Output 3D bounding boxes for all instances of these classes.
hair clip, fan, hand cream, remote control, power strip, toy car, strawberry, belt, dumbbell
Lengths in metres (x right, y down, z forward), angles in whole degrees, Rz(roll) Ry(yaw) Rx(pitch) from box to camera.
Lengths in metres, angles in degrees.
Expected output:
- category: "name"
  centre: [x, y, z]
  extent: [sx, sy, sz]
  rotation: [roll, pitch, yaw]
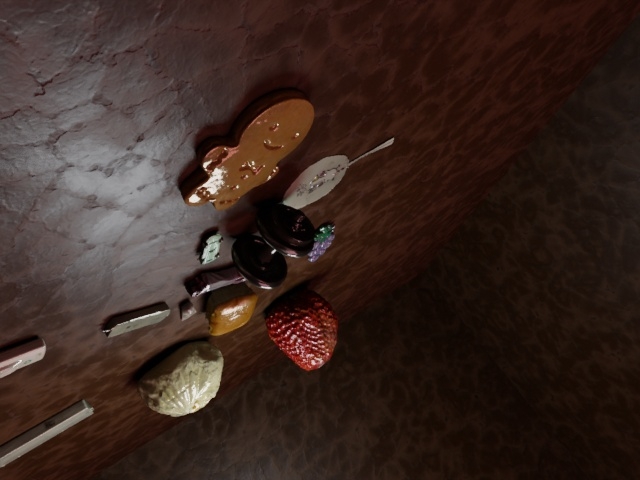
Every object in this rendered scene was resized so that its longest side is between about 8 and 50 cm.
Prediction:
- category: "hair clip"
  centre: [-0.002, -0.001, 1.991]
  extent: [0.124, 0.052, 0.195]
  rotation: [-34, 156, -35]
- category: "fan"
  centre: [0.061, -0.214, 1.606]
  extent: [0.415, 0.012, 0.233]
  rotation: [-31, 162, -14]
- category: "hand cream"
  centre: [-0.443, 0.238, 1.782]
  extent: [0.061, 0.039, 0.143]
  rotation: [-37, 173, -22]
- category: "remote control"
  centre: [-0.788, 0.309, 1.287]
  extent: [0.230, 0.049, 0.090]
  rotation: [-22, 160, -41]
- category: "power strip"
  centre: [-0.983, 0.680, 1.865]
  extent: [0.367, 0.043, 0.106]
  rotation: [-29, 160, -23]
- category: "power strip"
  centre: [-0.549, 0.237, 1.583]
  extent: [0.227, 0.029, 0.080]
  rotation: [-13, 153, -52]
- category: "toy car"
  centre: [-0.308, 0.020, 1.477]
  extent: [0.059, 0.035, 0.122]
  rotation: [-23, 149, -36]
- category: "strawberry"
  centre: [-0.070, 0.399, 2.356]
  extent: [0.312, 0.351, 0.267]
  rotation: [-34, 155, 10]
- category: "belt"
  centre: [-0.317, 0.121, 1.684]
  extent: [0.232, 0.053, 0.071]
  rotation: [-17, 161, -46]
- category: "dumbbell"
  centre: [-0.138, 0.016, 1.527]
  extent: [0.290, 0.192, 0.192]
  rotation: [-47, 159, 31]

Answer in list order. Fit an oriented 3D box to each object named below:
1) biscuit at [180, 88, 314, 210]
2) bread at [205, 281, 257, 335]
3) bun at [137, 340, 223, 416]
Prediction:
- category: "biscuit"
  centre: [-0.154, -0.193, 1.200]
  extent: [0.355, 0.052, 0.275]
  rotation: [-40, 162, 15]
- category: "bread"
  centre: [-0.318, 0.237, 1.862]
  extent: [0.174, 0.121, 0.245]
  rotation: [-26, 162, -32]
- category: "bun"
  centre: [-0.535, 0.567, 2.115]
  extent: [0.349, 0.227, 0.352]
  rotation: [-20, 158, -46]
